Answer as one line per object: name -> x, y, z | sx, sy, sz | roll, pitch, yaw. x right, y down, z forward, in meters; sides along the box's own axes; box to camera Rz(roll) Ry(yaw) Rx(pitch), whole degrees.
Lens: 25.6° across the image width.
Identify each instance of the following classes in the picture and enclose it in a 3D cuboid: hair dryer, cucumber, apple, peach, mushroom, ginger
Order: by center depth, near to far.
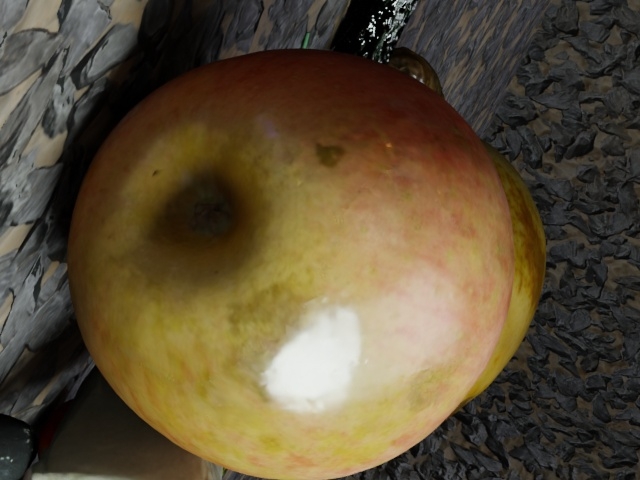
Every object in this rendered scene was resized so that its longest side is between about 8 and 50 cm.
apple -> -0.031, 0.017, 1.132 | 0.364, 0.364, 0.364 | -56, 171, -14
hair dryer -> -0.342, 0.240, 1.167 | 0.219, 0.075, 0.195 | -53, 165, 17
mushroom -> -0.165, 0.174, 1.325 | 0.154, 0.137, 0.407 | -19, -162, 4
peach -> -0.257, 0.199, 1.445 | 0.098, 0.061, 0.098 | -47, 157, -26
cucumber -> 0.100, -0.324, 1.585 | 0.300, 0.072, 0.072 | -63, 170, 30
ginger -> 0.108, -0.200, 1.947 | 0.133, 0.107, 0.309 | -35, 172, 2

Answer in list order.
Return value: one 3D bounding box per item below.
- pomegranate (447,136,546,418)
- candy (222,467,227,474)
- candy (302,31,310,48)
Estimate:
pomegranate -> 0.053, 0.038, 1.621 | 0.416, 0.417, 0.416 | -56, 171, -14
candy -> -0.184, 0.305, 1.990 | 0.187, 0.081, 0.297 | 7, 120, -49
candy -> -0.025, -0.177, 1.551 | 0.035, 0.035, 0.123 | -100, -159, -54
